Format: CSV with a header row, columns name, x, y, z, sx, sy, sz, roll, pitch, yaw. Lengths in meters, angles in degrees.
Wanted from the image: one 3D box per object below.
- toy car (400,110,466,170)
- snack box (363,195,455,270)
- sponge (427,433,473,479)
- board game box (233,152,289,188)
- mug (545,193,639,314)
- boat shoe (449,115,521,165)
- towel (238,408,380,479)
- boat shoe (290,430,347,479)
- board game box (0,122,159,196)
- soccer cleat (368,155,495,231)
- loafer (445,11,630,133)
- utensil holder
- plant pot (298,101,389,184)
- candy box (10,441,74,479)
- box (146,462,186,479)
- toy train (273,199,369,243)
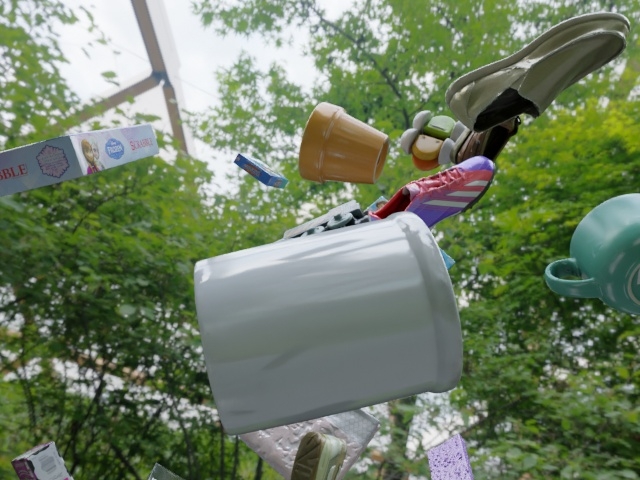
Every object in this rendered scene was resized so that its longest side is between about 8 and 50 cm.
name,x,y,z,sx,sy,sz,roll,pitch,yaw
toy car,0.330,-0.278,1.588,0.159,0.182,0.136,23,-28,23
snack box,0.243,0.028,1.735,0.322,0.187,0.060,44,-18,16
sponge,0.370,0.655,1.552,0.117,0.210,0.031,-36,-75,16
board game box,-0.226,-0.266,2.116,0.160,0.047,0.210,35,10,12
mug,0.368,0.032,0.643,0.130,0.097,0.157,30,-66,-13
boat shoe,0.441,-0.293,1.325,0.111,0.307,0.104,12,25,-32
towel,-0.030,0.589,1.694,0.332,0.317,0.053,32,-30,26
boat shoe,-0.013,0.281,0.571,0.048,0.153,0.056,28,-20,-32
board game box,-0.484,-0.126,0.934,0.318,0.065,0.318,-13,14,6
soccer cleat,0.247,-0.099,1.200,0.116,0.318,0.108,55,-3,-36
loafer,0.324,-0.236,0.814,0.269,0.092,0.102,-23,-29,27
utensil holder,0.002,0.141,0.957,0.386,0.327,0.327,-11,-24,-7
plant pot,0.069,-0.230,1.400,0.188,0.205,0.205,18,-23,14
candy box,-0.636,0.605,1.301,0.159,0.071,0.233,-29,-90,45
box,-0.385,0.685,1.458,0.184,0.045,0.191,35,-9,-3
toy train,0.000,0.000,1.589,0.334,0.190,0.142,-25,-71,11
